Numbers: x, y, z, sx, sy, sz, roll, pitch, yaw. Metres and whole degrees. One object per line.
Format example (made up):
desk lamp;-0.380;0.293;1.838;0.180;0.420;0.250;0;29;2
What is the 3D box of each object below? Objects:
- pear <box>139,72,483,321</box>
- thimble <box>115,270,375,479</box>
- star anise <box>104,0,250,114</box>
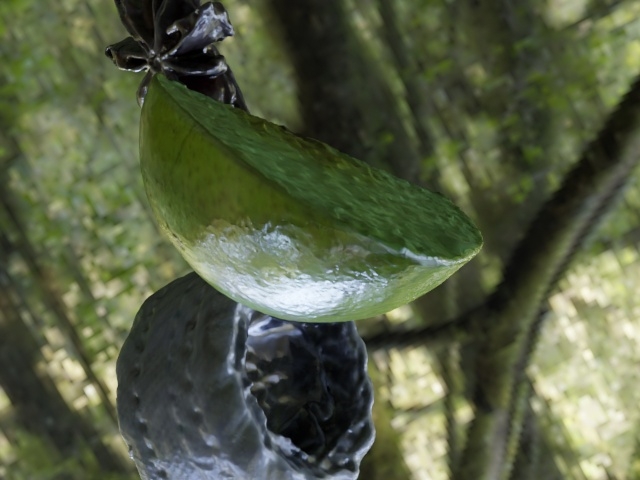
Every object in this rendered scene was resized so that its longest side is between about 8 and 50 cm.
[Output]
pear;-0.005;0.002;1.389;0.139;0.288;0.239;-66;-155;5
thimble;-0.065;0.135;1.684;0.157;0.245;0.217;-22;154;38
star anise;-0.134;-0.177;1.854;0.089;0.231;0.209;-27;178;-32
